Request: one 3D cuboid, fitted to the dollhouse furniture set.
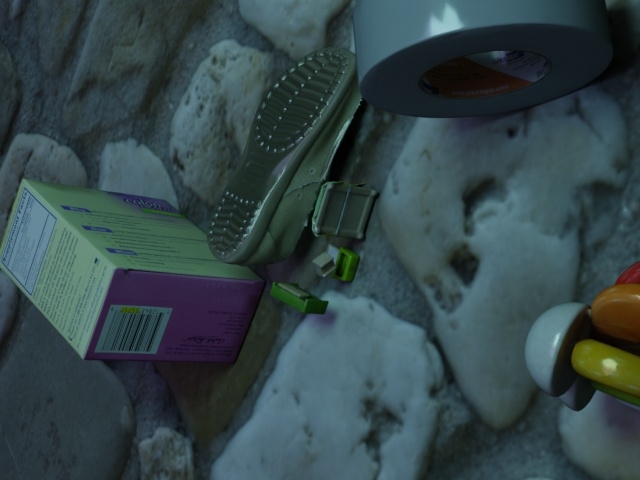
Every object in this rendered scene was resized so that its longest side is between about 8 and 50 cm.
[{"bbox_3d":[0.000,0.000,1.218,0.059,0.076,0.151,28,106,44],"label":"dollhouse furniture set"}]

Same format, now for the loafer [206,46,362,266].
[{"bbox_3d":[-0.030,-0.088,1.254,0.102,0.092,0.268,34,93,42],"label":"loafer"}]

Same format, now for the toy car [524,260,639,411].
[{"bbox_3d":[0.258,0.081,0.875,0.159,0.182,0.136,20,83,29],"label":"toy car"}]

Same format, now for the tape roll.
[{"bbox_3d":[0.139,-0.176,0.988,0.219,0.219,0.072,-17,72,44],"label":"tape roll"}]

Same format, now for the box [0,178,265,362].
[{"bbox_3d":[-0.231,0.038,1.356,0.243,0.214,0.117,37,111,42],"label":"box"}]
